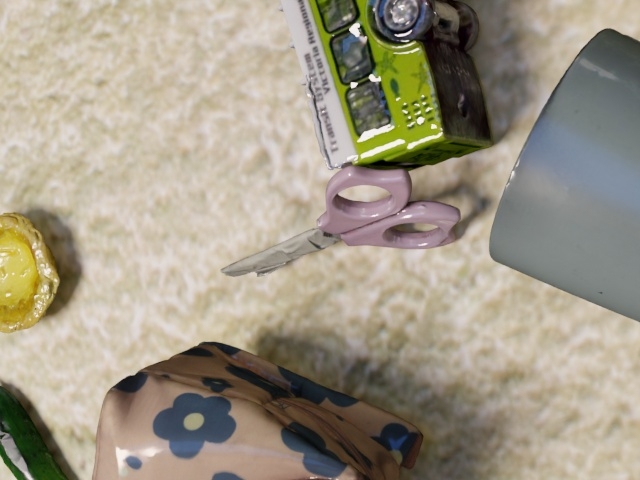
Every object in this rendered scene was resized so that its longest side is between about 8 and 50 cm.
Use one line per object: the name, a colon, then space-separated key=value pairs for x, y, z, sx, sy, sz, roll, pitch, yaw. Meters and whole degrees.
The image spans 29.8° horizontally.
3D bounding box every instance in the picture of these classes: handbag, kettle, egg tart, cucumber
handbag: x=-0.047 y=0.213 z=0.835 sx=0.193 sy=0.190 sz=0.251 roll=12 pitch=102 yaw=21
kettle: x=0.258 y=-0.027 z=0.723 sx=0.243 sy=0.160 sz=0.210 roll=27 pitch=72 yaw=18
egg tart: x=-0.257 y=0.028 z=1.023 sx=0.105 sy=0.039 sz=0.105 roll=-1 pitch=88 yaw=27
cucumber: x=-0.249 y=0.180 z=1.015 sx=0.039 sy=0.039 sz=0.168 roll=-45 pitch=72 yaw=19

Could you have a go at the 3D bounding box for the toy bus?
toy bus: x=0.018 y=-0.193 z=0.855 sx=0.139 sy=0.113 sz=0.301 roll=-22 pitch=80 yaw=29

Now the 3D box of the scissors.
scissors: x=0.000 y=-0.001 z=0.879 sx=0.212 sy=0.110 sz=0.021 roll=-23 pitch=49 yaw=38
